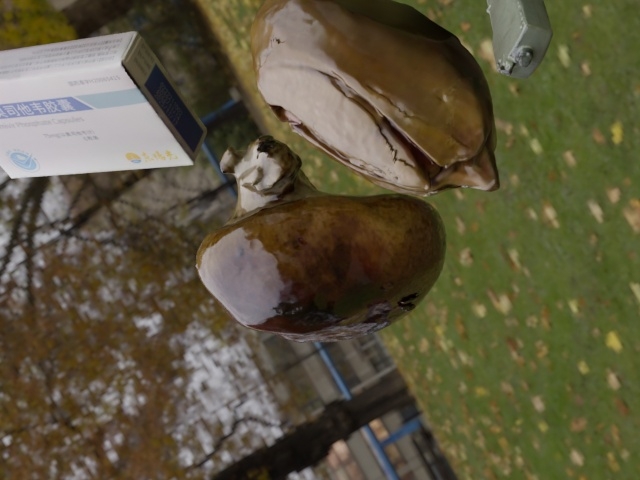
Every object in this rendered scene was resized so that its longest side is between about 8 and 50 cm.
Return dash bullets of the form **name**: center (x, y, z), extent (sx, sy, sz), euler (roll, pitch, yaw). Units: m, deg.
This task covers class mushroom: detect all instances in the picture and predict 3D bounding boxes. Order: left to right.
- **mushroom**: center (0.000, 0.000, 1.501), extent (0.345, 0.345, 0.260), euler (47, -148, -77)

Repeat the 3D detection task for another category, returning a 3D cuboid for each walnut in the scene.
- **walnut**: center (0.041, -0.114, 0.845), extent (0.245, 0.137, 0.137), euler (34, 173, 22)

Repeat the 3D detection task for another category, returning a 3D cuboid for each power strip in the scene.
- **power strip**: center (0.251, -0.326, 1.490), extent (0.048, 0.080, 0.286), euler (13, -135, -18)

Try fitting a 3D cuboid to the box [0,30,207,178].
- **box**: center (-0.351, -0.181, 1.575), extent (0.200, 0.343, 0.065), euler (57, -139, -44)
